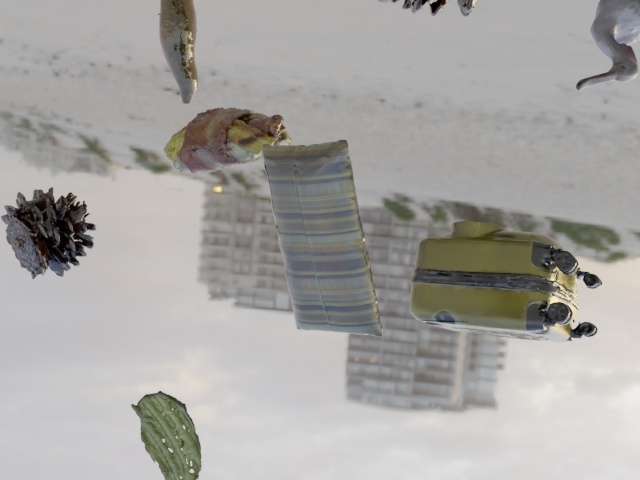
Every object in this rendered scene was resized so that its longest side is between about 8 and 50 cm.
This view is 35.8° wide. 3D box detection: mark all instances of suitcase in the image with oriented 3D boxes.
[{"bbox_3d":[0.251,0.059,1.365,0.235,0.143,0.194,4,171,28],"label":"suitcase"}]

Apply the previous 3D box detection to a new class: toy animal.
[{"bbox_3d":[0.455,-0.342,1.501,0.195,0.324,0.090,2,151,-5],"label":"toy animal"}]

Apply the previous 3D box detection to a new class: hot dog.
[{"bbox_3d":[-0.153,-0.170,1.623,0.213,0.103,0.146,-10,-174,22],"label":"hot dog"}]

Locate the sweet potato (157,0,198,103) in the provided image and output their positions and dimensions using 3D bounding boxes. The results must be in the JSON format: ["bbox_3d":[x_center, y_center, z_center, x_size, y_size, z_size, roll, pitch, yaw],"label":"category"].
[{"bbox_3d":[-0.272,-0.387,1.922,0.077,0.243,0.077,-5,-173,1],"label":"sweet potato"}]

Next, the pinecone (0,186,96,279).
[{"bbox_3d":[-0.391,-0.014,1.439,0.121,0.140,0.140,-23,-159,-27],"label":"pinecone"}]

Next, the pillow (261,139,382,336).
[{"bbox_3d":[0.000,0.000,0.993,0.113,0.203,0.038,0,-161,39],"label":"pillow"}]

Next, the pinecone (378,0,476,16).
[{"bbox_3d":[0.159,-0.457,1.450,0.296,0.242,0.298,10,170,1],"label":"pinecone"}]

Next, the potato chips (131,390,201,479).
[{"bbox_3d":[-0.236,0.335,1.603,0.092,0.207,0.028,-31,157,3],"label":"potato chips"}]
